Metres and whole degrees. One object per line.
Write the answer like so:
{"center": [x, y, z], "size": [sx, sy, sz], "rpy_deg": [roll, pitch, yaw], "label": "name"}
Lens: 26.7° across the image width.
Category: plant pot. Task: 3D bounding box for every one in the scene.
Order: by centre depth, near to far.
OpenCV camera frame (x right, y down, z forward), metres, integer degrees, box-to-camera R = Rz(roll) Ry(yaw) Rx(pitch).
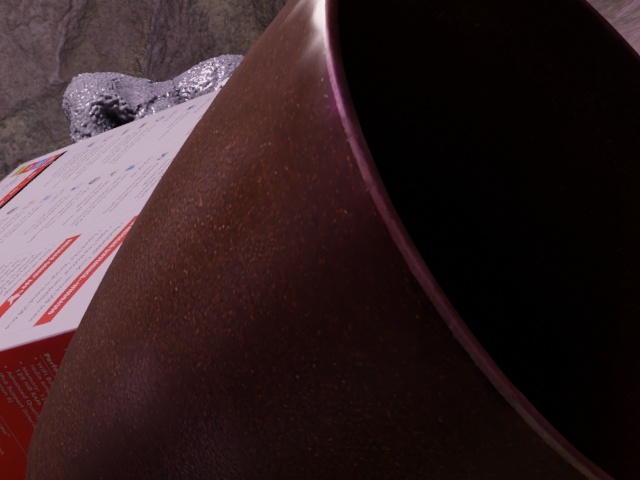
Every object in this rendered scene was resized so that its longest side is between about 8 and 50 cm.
{"center": [0.007, 0.044, 0.461], "size": [0.230, 0.215, 0.215], "rpy_deg": [-37, 5, 34], "label": "plant pot"}

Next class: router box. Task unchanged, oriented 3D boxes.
{"center": [-0.141, 0.021, 0.814], "size": [0.301, 0.082, 0.335], "rpy_deg": [-16, 22, 32], "label": "router box"}

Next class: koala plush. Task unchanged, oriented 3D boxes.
{"center": [-0.137, -0.125, 1.436], "size": [0.221, 0.203, 0.196], "rpy_deg": [-28, 12, 4], "label": "koala plush"}
